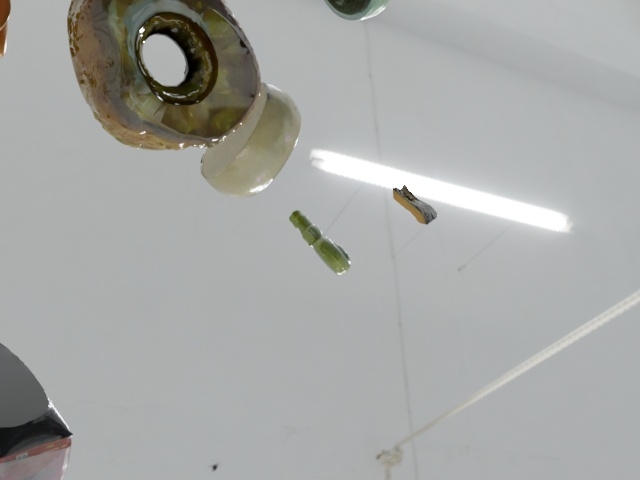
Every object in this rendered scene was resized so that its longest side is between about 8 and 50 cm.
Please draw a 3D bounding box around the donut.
[{"bbox_3d":[-0.255,-0.297,1.106,0.330,0.329,0.160,7,-167,-24],"label":"donut"}]

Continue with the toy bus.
[{"bbox_3d":[-0.524,0.286,1.088,0.303,0.147,0.128,24,-157,40],"label":"toy bus"}]

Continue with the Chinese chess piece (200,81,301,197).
[{"bbox_3d":[-0.146,-0.207,1.399,0.097,0.251,0.250,31,-134,-29],"label":"Chinese chess piece"}]

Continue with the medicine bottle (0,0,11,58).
[{"bbox_3d":[-0.582,-0.371,1.101,0.112,0.222,0.149,-4,-83,-33],"label":"medicine bottle"}]

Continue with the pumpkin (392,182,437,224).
[{"bbox_3d":[0.180,-0.068,1.315,0.101,0.035,0.073,44,-157,4],"label":"pumpkin"}]

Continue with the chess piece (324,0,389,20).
[{"bbox_3d":[0.126,-0.483,1.146,0.139,0.139,0.272,47,-123,8],"label":"chess piece"}]

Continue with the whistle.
[{"bbox_3d":[0.000,0.000,1.577,0.057,0.104,0.198,-41,-114,1],"label":"whistle"}]
